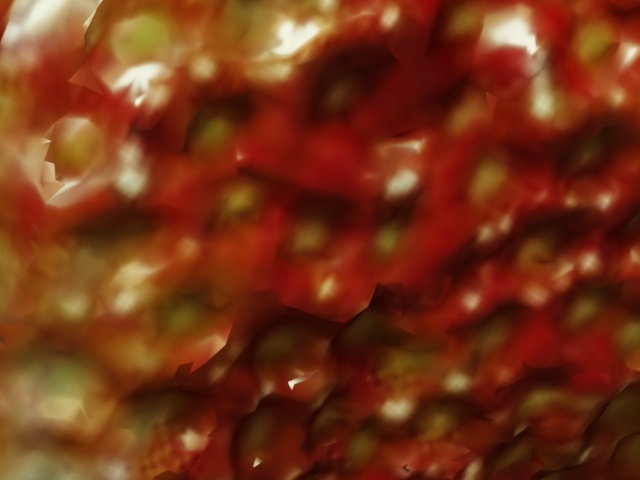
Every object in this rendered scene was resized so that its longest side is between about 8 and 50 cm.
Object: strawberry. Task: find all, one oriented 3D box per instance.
[{"bbox_3d":[0.000,0.000,0.506,0.267,0.312,0.351,25,80,37],"label":"strawberry"}]
